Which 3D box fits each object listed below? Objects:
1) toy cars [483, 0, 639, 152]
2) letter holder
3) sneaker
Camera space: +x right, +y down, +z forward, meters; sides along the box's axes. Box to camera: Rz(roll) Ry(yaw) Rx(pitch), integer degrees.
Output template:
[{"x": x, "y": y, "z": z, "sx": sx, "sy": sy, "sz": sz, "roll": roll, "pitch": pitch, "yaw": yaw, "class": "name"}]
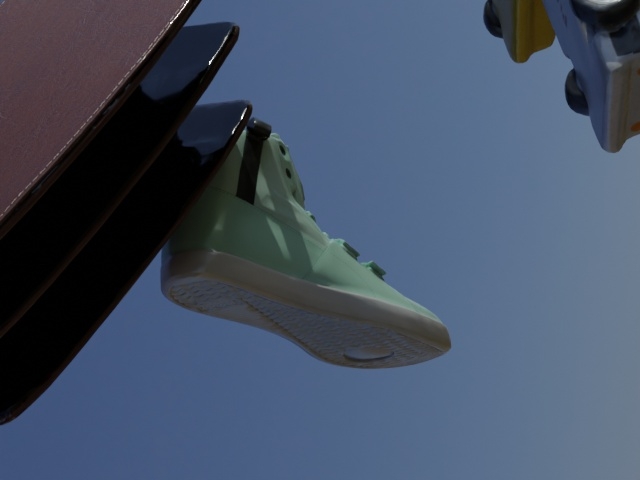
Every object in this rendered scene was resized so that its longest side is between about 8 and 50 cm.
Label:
[{"x": 0.148, "y": -0.183, "z": 1.091, "sx": 0.393, "sy": 0.087, "sz": 0.176, "roll": -112, "pitch": 7, "yaw": -70, "class": "toy cars"}, {"x": -0.158, "y": -0.040, "z": 1.163, "sx": 0.152, "sy": 0.214, "sz": 0.302, "roll": 55, "pitch": -126, "yaw": -30, "class": "letter holder"}, {"x": 0.000, "y": 0.000, "z": 1.341, "sx": 0.256, "sy": 0.094, "sz": 0.151, "roll": 23, "pitch": -123, "yaw": -35, "class": "sneaker"}]
